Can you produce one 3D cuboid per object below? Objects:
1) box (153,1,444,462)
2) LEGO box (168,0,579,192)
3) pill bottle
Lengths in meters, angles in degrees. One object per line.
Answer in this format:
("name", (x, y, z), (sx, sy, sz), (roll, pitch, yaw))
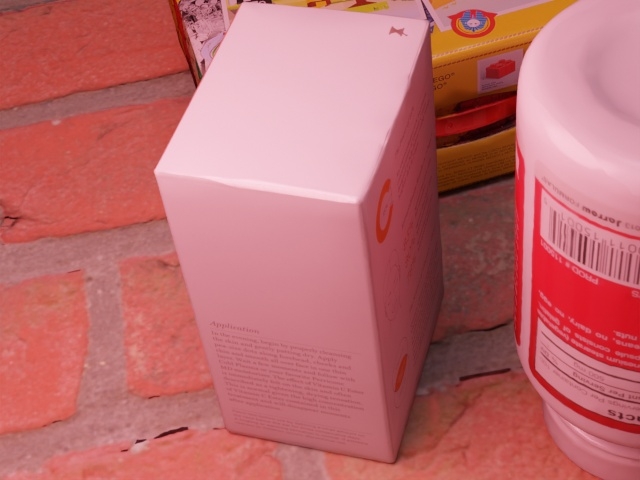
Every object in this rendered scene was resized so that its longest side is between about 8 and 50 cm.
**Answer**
("box", (0.000, 0.000, 1.127), (0.168, 0.345, 0.215), (8, 49, 15))
("LEGO box", (0.098, -0.244, 1.439), (0.500, 0.193, 0.373), (-16, 47, -7))
("pill bottle", (0.268, 0.017, 1.031), (0.228, 0.408, 0.229), (-4, 48, 4))
